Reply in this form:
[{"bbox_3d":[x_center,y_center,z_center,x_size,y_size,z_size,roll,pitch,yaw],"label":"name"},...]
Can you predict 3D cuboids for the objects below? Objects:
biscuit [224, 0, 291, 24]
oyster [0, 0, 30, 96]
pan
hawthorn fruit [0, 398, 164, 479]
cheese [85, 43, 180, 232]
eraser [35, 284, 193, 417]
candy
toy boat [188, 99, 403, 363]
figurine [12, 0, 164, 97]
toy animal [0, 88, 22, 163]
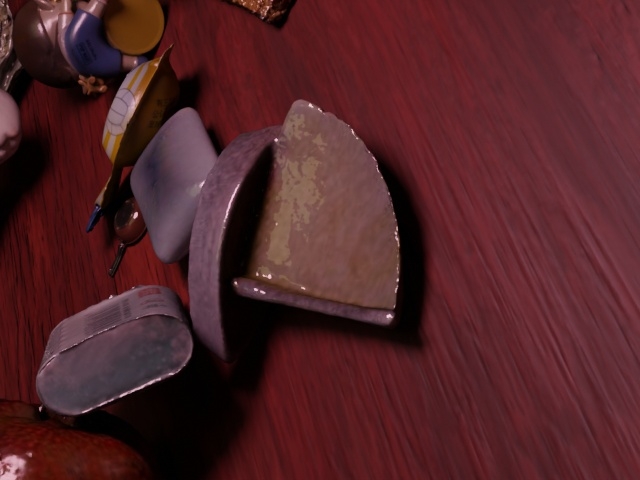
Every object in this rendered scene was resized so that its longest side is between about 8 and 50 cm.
[{"bbox_3d":[-0.095,-0.326,1.784,0.199,0.034,0.064,35,99,52],"label":"biscuit"},{"bbox_3d":[-0.554,-0.249,2.229,0.351,0.158,0.162,-61,1,-12],"label":"oyster"},{"bbox_3d":[-0.259,-0.008,1.826,0.068,0.023,0.115,26,92,52],"label":"pan"},{"bbox_3d":[-0.300,0.352,1.512,0.285,0.285,0.368,-4,92,50],"label":"hawthorn fruit"},{"bbox_3d":[-0.247,-0.132,1.817,0.177,0.069,0.270,-72,7,-68],"label":"cheese"},{"bbox_3d":[-0.231,0.118,1.558,0.174,0.081,0.227,-26,10,-5],"label":"eraser"},{"bbox_3d":[-0.172,-0.069,1.712,0.138,0.071,0.174,-51,40,21],"label":"candy"},{"bbox_3d":[-0.020,-0.015,1.484,0.294,0.111,0.276,-13,68,36],"label":"toy boat"},{"bbox_3d":[-0.347,-0.292,1.993,0.158,0.161,0.276,-36,28,-30],"label":"figurine"},{"bbox_3d":[-0.563,-0.086,2.084,0.357,0.194,0.258,-61,33,16],"label":"toy animal"}]
